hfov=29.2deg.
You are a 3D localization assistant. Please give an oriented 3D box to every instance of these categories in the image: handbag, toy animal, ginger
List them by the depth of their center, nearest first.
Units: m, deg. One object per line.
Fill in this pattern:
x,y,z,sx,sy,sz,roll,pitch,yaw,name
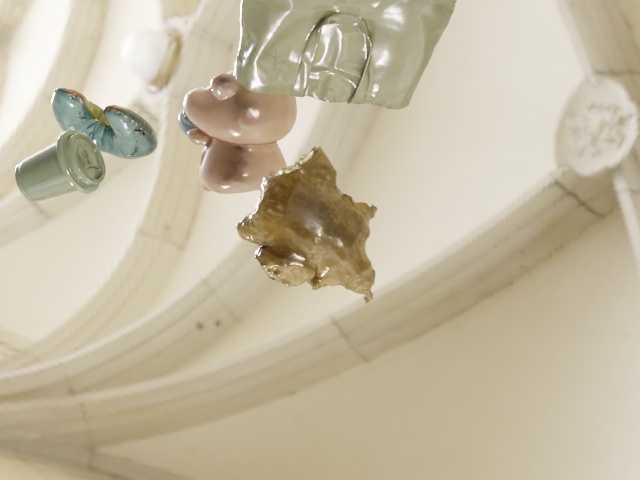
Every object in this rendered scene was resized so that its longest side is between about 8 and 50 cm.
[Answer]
0.033,-0.321,1.848,0.109,0.316,0.253,-93,-168,-46,handbag
0.000,0.000,1.951,0.219,0.270,0.123,-40,-173,-19,ginger
-0.144,-0.194,2.262,0.230,0.210,0.221,-29,-100,35,toy animal

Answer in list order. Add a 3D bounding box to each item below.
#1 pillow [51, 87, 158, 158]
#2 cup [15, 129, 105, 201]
-0.455,-0.245,2.602,0.214,0.233,0.086,80,33,-70,pillow
-0.475,-0.126,2.230,0.141,0.120,0.120,-22,-125,24,cup
